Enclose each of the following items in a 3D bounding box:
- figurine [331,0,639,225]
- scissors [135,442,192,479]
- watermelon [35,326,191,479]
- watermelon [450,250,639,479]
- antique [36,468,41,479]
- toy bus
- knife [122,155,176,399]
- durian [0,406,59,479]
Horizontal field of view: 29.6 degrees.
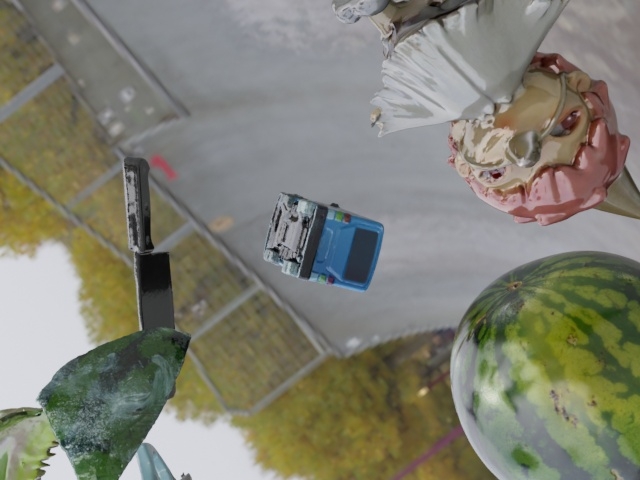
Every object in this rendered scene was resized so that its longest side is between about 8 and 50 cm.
[{"bbox_3d":[0.170,-0.106,1.064,0.387,0.207,0.166,44,-161,-27],"label":"figurine"},{"bbox_3d":[-0.191,0.342,1.604,0.360,0.029,0.191,141,104,-85],"label":"scissors"},{"bbox_3d":[-0.168,0.130,1.000,0.101,0.155,0.080,40,177,2],"label":"watermelon"},{"bbox_3d":[0.281,0.152,1.303,0.285,0.285,0.285,52,-179,-2],"label":"watermelon"},{"bbox_3d":[-0.506,0.333,1.581,0.223,0.278,0.129,-92,-3,-74],"label":"antique"},{"bbox_3d":[0.000,0.000,1.409,0.106,0.090,0.184,13,-176,-16],"label":"toy bus"},{"bbox_3d":[-0.166,0.039,1.202,0.072,0.019,0.245,-12,-82,-70],"label":"knife"},{"bbox_3d":[-0.382,0.229,0.995,0.157,0.355,0.169,45,139,21],"label":"durian"}]
